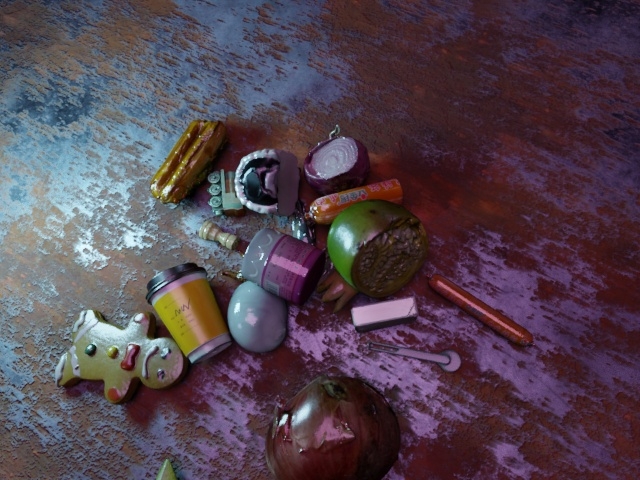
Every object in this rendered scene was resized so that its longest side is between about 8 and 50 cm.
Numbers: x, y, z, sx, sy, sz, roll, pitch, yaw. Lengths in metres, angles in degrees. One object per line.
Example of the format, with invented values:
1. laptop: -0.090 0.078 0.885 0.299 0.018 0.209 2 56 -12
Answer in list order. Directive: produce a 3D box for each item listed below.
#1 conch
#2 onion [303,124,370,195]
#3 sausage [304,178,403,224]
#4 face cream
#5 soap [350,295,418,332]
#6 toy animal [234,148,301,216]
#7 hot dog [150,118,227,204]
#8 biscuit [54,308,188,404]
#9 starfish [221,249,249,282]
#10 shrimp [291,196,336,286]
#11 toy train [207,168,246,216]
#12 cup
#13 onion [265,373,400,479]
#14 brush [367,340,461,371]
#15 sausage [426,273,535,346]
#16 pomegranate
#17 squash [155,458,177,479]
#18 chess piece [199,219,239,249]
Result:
1. conch: -0.183 0.219 1.349 0.185 0.121 0.221 -22 78 -26
2. onion: 0.058 -0.225 1.446 0.207 0.200 0.200 -45 71 -4
3. sausage: 0.098 -0.114 1.403 0.312 0.093 0.093 -15 68 -15
4. face cream: -0.105 0.073 1.319 0.195 0.175 0.175 24 75 12
5. soap: 0.183 0.213 1.304 0.183 0.121 0.063 -11 70 3
6. toy animal: -0.165 -0.185 1.459 0.156 0.204 0.208 7 97 27
7. hot dog: -0.442 -0.267 1.565 0.158 0.117 0.349 16 70 34
8. biscuit: -0.599 0.342 1.373 0.432 0.064 0.283 8 71 18
9. starfish: -0.199 0.115 1.428 0.238 0.057 0.213 40 88 19
10. shrimp: 0.000 -0.002 1.434 0.178 0.075 0.289 -7 70 -1
11. toy train: -0.317 -0.161 1.537 0.118 0.074 0.176 -6 65 -5
12. cup: -0.383 0.214 1.357 0.196 0.196 0.279 -32 77 -4
13. onion: 0.026 0.476 1.112 0.354 0.353 0.353 -3 70 7
14. brush: 0.266 0.324 1.308 0.266 0.027 0.062 8 72 15
15. sausage: 0.452 0.197 1.307 0.348 0.053 0.053 34 78 17
16. pomegranate: 0.120 0.032 1.303 0.358 0.310 0.216 -43 52 11
17. squash: -0.458 0.766 1.198 0.203 0.111 0.288 -13 69 -33
18. chess piece: -0.328 -0.016 1.490 0.122 0.066 0.066 23 75 10
